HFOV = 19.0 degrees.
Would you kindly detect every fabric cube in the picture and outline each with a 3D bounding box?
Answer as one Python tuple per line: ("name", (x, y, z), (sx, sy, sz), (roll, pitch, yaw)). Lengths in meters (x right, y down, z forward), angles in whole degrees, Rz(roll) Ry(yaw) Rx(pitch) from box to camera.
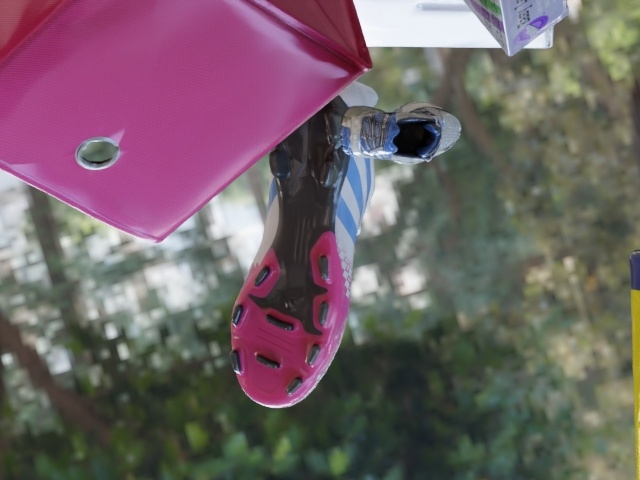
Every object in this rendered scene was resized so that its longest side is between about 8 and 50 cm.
("fabric cube", (-0.152, -0.200, 1.587), (0.258, 0.259, 0.254), (-38, 135, 26))

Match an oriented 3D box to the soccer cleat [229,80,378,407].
("soccer cleat", (0.000, 0.000, 1.857), (0.116, 0.331, 0.143), (17, -163, 21))

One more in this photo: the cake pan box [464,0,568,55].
("cake pan box", (0.085, -0.284, 1.437), (0.070, 0.246, 0.267), (-35, 163, -1))

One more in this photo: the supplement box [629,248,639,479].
("supplement box", (0.334, 0.172, 1.214), (0.195, 0.357, 0.194), (5, -167, 45))

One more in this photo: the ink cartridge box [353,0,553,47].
("ink cartridge box", (0.138, -0.332, 1.907), (0.198, 0.273, 0.115), (2, 154, 11))

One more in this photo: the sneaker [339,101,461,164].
("sneaker", (0.076, -0.080, 1.518), (0.058, 0.052, 0.135), (12, -166, 38))
